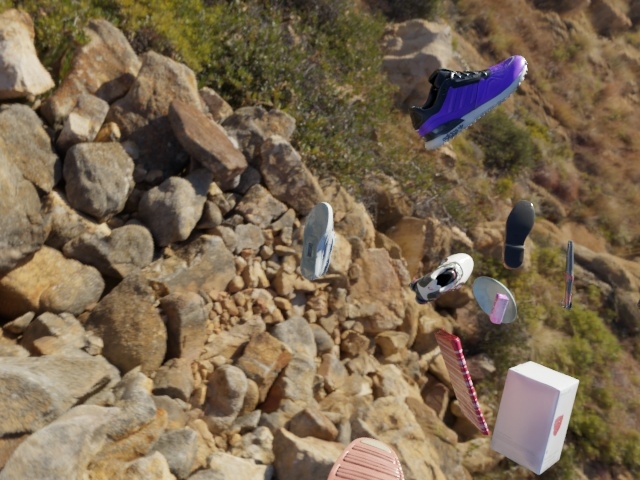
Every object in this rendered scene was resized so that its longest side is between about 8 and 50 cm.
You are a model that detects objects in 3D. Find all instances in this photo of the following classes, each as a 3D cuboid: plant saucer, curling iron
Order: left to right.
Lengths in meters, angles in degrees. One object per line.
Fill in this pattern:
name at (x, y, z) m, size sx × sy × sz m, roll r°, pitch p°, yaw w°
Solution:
plant saucer at (0.644, 0.209, 1.766) m, size 0.037 × 0.195 × 0.195 m, roll -29°, pitch 95°, yaw -21°
curling iron at (0.957, 0.136, 1.875) m, size 0.068 × 0.035 × 0.273 m, roll -2°, pitch 93°, yaw -79°

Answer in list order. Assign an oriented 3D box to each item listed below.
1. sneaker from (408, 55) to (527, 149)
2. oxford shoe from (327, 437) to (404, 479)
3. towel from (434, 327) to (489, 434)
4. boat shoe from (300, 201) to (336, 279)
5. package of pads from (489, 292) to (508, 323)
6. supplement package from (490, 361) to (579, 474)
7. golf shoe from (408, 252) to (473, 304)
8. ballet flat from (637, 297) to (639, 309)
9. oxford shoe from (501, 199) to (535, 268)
sneaker at (0.333, -0.355, 1.129) m, size 0.293 × 0.102 × 0.146 m, roll -38°, pitch 105°, yaw 10°
oxford shoe at (0.054, 0.512, 0.823) m, size 0.141 × 0.146 × 0.397 m, roll 16°, pitch 25°, yaw 10°
towel at (0.406, 0.396, 1.397) m, size 0.031 × 0.199 × 0.274 m, roll -18°, pitch 88°, yaw -1°
boat shoe at (0.001, 0.001, 1.380) m, size 0.081 × 0.079 × 0.227 m, roll -6°, pitch 113°, yaw -51°
package of pads at (0.528, 0.202, 1.434) m, size 0.032 × 0.050 × 0.083 m, roll 15°, pitch 102°, yaw 8°
supplement package at (0.718, 0.585, 1.626) m, size 0.178 × 0.175 × 0.292 m, roll 1°, pitch 101°, yaw -44°
golf shoe at (0.404, 0.112, 1.503) m, size 0.273 × 0.120 × 0.105 m, roll -29°, pitch 84°, yaw -32°
ballet flat at (0.840, 0.166, 1.198) m, size 0.203 × 0.074 × 0.074 m, roll 27°, pitch 63°, yaw -37°
oxford shoe at (0.573, -0.017, 1.429) m, size 0.076 × 0.076 × 0.212 m, roll 18°, pitch 81°, yaw 10°
